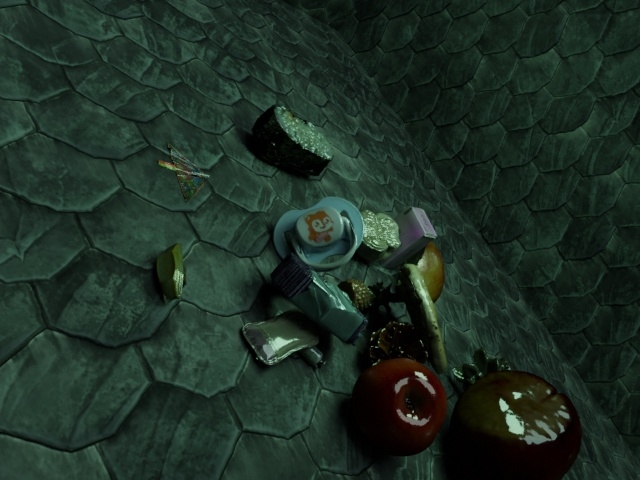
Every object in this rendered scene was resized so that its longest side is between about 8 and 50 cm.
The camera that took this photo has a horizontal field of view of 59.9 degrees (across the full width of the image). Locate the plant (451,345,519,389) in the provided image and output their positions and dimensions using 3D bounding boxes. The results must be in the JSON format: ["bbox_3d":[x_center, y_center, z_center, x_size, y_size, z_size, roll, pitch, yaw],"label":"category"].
[{"bbox_3d":[0.640,0.546,2.063,0.312,0.215,0.213,39,26,-32],"label":"plant"}]

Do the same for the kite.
[{"bbox_3d":[-0.399,-0.200,1.647,0.183,0.014,0.241,17,44,-46],"label":"kite"}]

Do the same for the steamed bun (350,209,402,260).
[{"bbox_3d":[0.199,-0.007,2.159,0.211,0.144,0.218,17,40,-22],"label":"steamed bun"}]

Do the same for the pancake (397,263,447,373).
[{"bbox_3d":[0.340,0.253,1.871,0.382,0.071,0.382,164,-90,-89],"label":"pancake"}]

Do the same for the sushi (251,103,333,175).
[{"bbox_3d":[-0.111,-0.369,2.116,0.350,0.171,0.211,18,43,-45],"label":"sushi"}]

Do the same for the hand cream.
[{"bbox_3d":[-0.060,0.276,1.542,0.194,0.042,0.067,46,36,2],"label":"hand cream"}]

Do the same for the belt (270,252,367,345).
[{"bbox_3d":[-0.001,0.164,1.589,0.325,0.122,0.260,43,0,-32],"label":"belt"}]

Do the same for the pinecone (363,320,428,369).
[{"bbox_3d":[0.238,0.356,1.725,0.202,0.201,0.229,44,47,8],"label":"pinecone"}]

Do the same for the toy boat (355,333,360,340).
[{"bbox_3d":[0.080,0.256,1.760,0.137,0.060,0.061,58,3,16],"label":"toy boat"}]

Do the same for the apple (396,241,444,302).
[{"bbox_3d":[0.424,0.123,2.298,0.346,0.179,0.254,-62,150,-50],"label":"apple"}]

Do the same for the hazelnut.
[{"bbox_3d":[0.602,0.619,1.770,0.402,0.402,0.429,50,51,0],"label":"hazelnut"}]

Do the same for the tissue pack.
[{"bbox_3d":[0.333,-0.008,2.244,0.092,0.246,0.148,10,48,-46],"label":"tissue pack"}]

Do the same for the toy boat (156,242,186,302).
[{"bbox_3d":[-0.354,0.071,1.334,0.066,0.065,0.172,54,17,-49],"label":"toy boat"}]

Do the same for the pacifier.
[{"bbox_3d":[0.000,0.000,1.821,0.233,0.299,0.244,94,-25,-74],"label":"pacifier"}]

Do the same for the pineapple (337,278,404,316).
[{"bbox_3d":[0.166,0.200,1.893,0.277,0.119,0.130,9,78,-48],"label":"pineapple"}]

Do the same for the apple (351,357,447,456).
[{"bbox_3d":[0.214,0.445,1.511,0.260,0.216,0.260,3,74,-12],"label":"apple"}]

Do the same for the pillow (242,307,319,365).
[{"bbox_3d":[-0.099,0.252,1.477,0.232,0.038,0.131,-13,56,-48],"label":"pillow"}]
